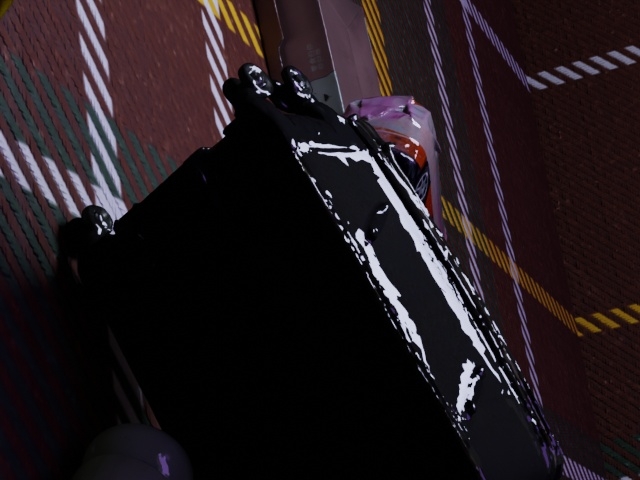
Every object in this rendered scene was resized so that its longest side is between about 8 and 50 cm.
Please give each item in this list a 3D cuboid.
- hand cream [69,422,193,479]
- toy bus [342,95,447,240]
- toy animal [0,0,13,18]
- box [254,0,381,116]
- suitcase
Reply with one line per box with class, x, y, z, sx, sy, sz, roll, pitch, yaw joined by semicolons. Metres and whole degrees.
hand cream;-0.170;0.259;1.188;0.306;0.093;0.147;-72;145;-56
toy bus;0.082;-0.048;1.976;0.302;0.127;0.147;80;25;-49
toy animal;-0.251;-0.310;1.342;0.156;0.156;0.229;55;37;-46
box;0.007;-0.219;2.077;0.215;0.086;0.215;9;67;-70
suitcase;-0.009;0.099;1.330;0.194;0.283;0.434;-2;58;-55
